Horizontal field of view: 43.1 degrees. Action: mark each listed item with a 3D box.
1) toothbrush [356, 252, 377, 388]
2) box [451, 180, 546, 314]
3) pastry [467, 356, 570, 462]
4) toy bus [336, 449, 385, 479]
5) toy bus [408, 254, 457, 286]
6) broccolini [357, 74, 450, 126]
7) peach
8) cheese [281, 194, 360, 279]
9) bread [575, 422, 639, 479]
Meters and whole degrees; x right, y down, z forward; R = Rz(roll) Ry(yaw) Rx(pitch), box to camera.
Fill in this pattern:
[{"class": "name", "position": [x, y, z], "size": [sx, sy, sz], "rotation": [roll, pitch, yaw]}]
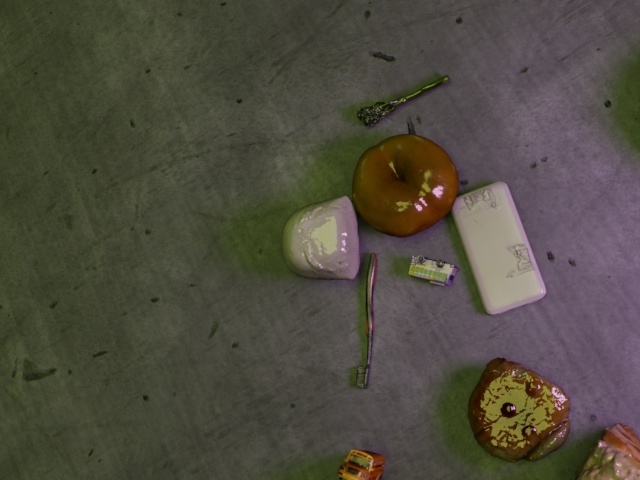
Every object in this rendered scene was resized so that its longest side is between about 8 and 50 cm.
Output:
[{"class": "toothbrush", "position": [0.113, 0.187, 1.910], "size": [0.031, 0.023, 0.321], "rotation": [5, 82, 12]}, {"class": "box", "position": [0.399, 0.016, 1.832], "size": [0.142, 0.044, 0.285], "rotation": [-21, 75, 17]}, {"class": "pastry", "position": [0.420, 0.359, 1.732], "size": [0.218, 0.100, 0.229], "rotation": [-26, 74, 13]}, {"class": "toy bus", "position": [0.093, 0.501, 1.786], "size": [0.069, 0.162, 0.074], "rotation": [16, 83, 21]}, {"class": "toy bus", "position": [0.258, 0.070, 1.866], "size": [0.102, 0.052, 0.058], "rotation": [14, 87, 22]}, {"class": "broccolini", "position": [0.203, -0.339, 1.963], "size": [0.239, 0.054, 0.051], "rotation": [-22, 109, 11]}, {"class": "peach", "position": [0.191, -0.130, 1.875], "size": [0.251, 0.153, 0.251], "rotation": [-4, 75, 14]}, {"class": "cheese", "position": [0.000, 0.000, 1.911], "size": [0.189, 0.154, 0.198], "rotation": [-5, 83, 11]}, {"class": "bread", "position": [0.611, 0.566, 1.488], "size": [0.390, 0.371, 0.279], "rotation": [41, 99, 24]}]
